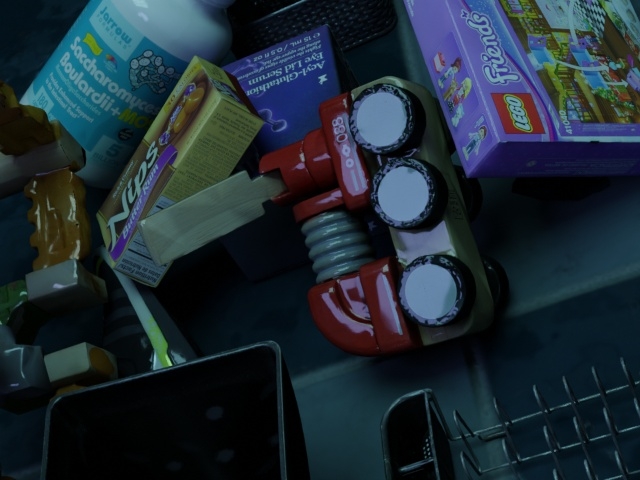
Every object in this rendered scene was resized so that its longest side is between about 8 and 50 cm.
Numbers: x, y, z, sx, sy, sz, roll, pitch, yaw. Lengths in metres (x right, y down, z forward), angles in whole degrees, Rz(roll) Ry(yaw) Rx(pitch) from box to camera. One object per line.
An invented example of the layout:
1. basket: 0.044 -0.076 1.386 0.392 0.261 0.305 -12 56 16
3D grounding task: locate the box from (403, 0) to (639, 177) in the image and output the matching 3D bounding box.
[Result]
1. box: 0.177 -0.190 1.085 0.200 0.057 0.293 -1 61 -27

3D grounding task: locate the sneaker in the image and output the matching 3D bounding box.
1. sneaker: -0.181 0.089 1.169 0.097 0.084 0.235 -38 43 -3

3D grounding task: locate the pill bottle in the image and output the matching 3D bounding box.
1. pill bottle: -0.191 -0.191 1.311 0.264 0.146 0.146 -50 38 23

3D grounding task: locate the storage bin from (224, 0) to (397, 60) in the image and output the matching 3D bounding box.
1. storage bin: -0.018 -0.264 1.389 0.180 0.084 0.122 -22 45 12

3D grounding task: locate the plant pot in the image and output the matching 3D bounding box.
1. plant pot: -0.089 0.216 0.936 0.188 0.167 0.187 -15 46 10

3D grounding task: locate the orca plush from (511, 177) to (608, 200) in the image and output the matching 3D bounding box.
1. orca plush: 0.178 -0.161 1.170 0.151 0.102 0.287 -12 47 21

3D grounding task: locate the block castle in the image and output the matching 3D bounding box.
1. block castle: -0.327 0.066 1.035 0.212 0.303 0.453 -19 65 12

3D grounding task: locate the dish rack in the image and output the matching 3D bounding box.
1. dish rack: 0.187 0.176 0.887 0.271 0.074 0.208 -19 46 14

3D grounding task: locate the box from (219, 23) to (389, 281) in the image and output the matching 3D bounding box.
1. box: -0.029 -0.086 1.219 0.153 0.108 0.207 -21 44 11

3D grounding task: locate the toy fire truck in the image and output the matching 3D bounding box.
1. toy fire truck: 0.000 0.000 1.044 0.246 0.158 0.217 -19 83 25

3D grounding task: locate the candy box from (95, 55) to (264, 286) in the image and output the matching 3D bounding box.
1. candy box: -0.132 -0.064 1.147 0.187 0.053 0.109 -54 31 15
